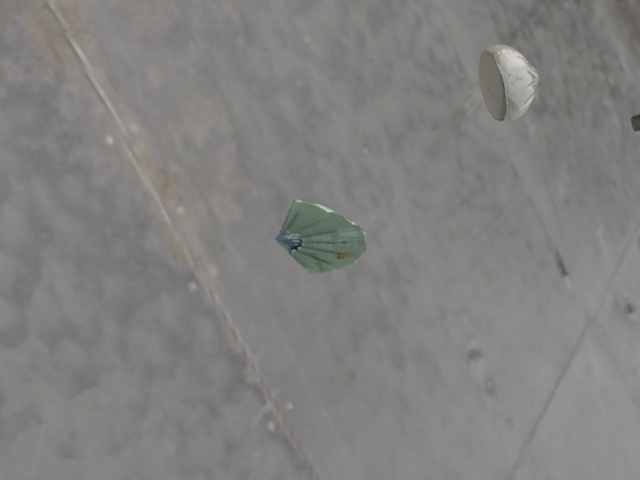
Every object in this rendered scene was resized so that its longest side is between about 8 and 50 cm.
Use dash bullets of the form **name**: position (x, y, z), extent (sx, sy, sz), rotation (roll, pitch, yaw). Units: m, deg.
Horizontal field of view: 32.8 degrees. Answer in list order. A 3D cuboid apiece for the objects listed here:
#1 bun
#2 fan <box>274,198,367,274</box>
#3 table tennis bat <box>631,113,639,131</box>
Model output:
- **bun**: position (0.344, -0.286, 1.944), extent (0.138, 0.094, 0.138), rotation (164, -90, -82)
- **fan**: position (0.000, 0.000, 1.519), extent (0.240, 0.131, 0.009), rotation (76, 16, -63)
- **table tennis bat**: position (0.516, -0.175, 1.354), extent (0.154, 0.274, 0.021), rotation (160, -84, -80)
